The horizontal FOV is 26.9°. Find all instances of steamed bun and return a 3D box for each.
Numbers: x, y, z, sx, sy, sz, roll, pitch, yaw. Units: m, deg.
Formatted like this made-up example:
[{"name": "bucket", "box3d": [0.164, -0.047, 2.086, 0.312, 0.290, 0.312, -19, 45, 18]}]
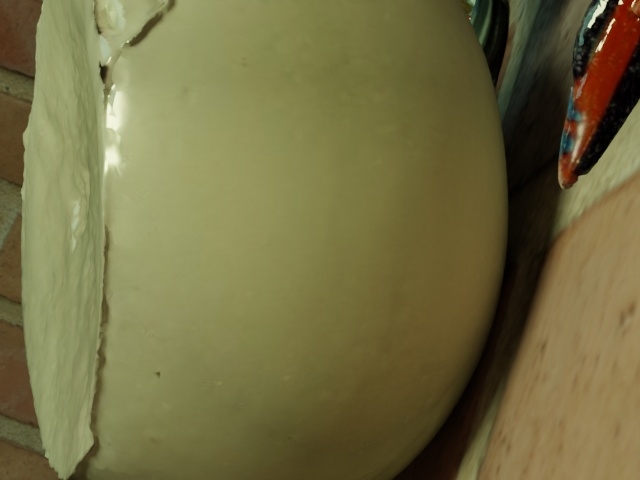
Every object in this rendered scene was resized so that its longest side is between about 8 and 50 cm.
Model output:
[{"name": "steamed bun", "box3d": [-0.031, -0.018, 0.658, 0.324, 0.206, 0.324, 179, 90, -72]}]

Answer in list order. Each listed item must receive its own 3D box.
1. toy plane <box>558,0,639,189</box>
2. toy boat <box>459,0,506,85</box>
[{"name": "toy plane", "box3d": [0.121, -0.100, 0.401, 0.130, 0.061, 0.189, -100, 27, -78]}, {"name": "toy boat", "box3d": [0.084, -0.135, 0.870, 0.140, 0.066, 0.059, -79, 14, -54]}]
